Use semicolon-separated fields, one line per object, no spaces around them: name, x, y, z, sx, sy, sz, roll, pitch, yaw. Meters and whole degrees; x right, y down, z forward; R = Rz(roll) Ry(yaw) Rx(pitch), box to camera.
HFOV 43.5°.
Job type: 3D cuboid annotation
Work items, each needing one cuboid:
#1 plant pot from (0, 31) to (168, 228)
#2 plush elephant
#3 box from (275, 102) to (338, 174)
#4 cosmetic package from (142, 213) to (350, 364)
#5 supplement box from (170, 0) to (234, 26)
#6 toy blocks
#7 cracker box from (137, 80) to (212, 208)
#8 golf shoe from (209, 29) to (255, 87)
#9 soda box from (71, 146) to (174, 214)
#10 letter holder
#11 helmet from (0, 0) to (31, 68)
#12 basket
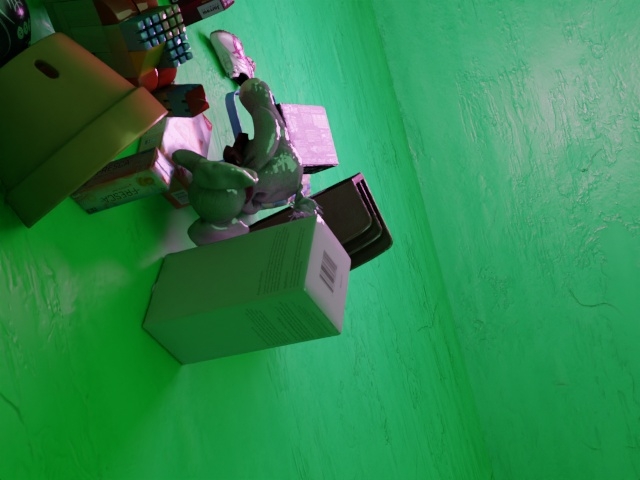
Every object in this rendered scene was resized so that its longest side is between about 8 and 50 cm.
plant pot;-0.419;-0.188;1.273;0.203;0.291;0.291;50;30;-15
plush elephant;-0.181;-0.129;1.648;0.255;0.272;0.330;-12;53;-34
box;-0.053;-0.229;1.830;0.180;0.077;0.147;-11;85;-56
cosmetic package;-0.143;0.100;1.568;0.155;0.365;0.197;53;35;-38
supplement box;-0.319;-0.645;1.906;0.239;0.130;0.073;63;27;-24
toy blocks;-0.347;-0.353;1.434;0.191;0.261;0.381;-41;127;-40
cracker box;-0.313;-0.208;1.740;0.156;0.067;0.232;50;34;-47
golf shoe;-0.226;-0.469;2.086;0.186;0.067;0.086;47;38;-48
soda box;-0.356;-0.106;1.441;0.063;0.183;0.058;54;31;-42
letter holder;0.000;0.000;1.945;0.214;0.301;0.152;64;15;-5
helmet;-0.537;-0.350;1.233;0.169;0.169;0.162;-73;158;-50
basket;-0.142;-0.222;1.958;0.255;0.201;0.289;-23;105;-67
